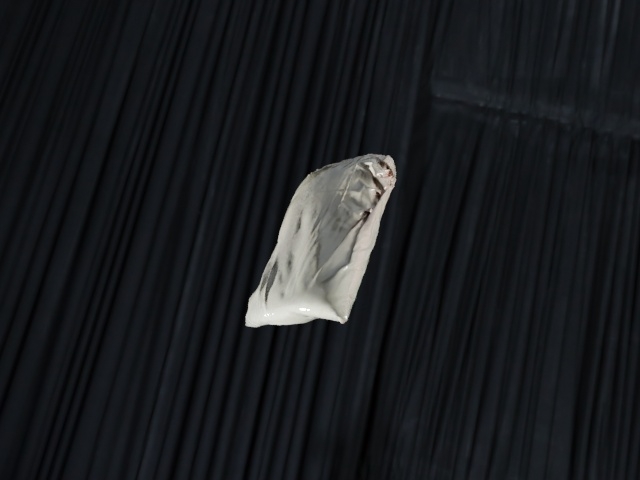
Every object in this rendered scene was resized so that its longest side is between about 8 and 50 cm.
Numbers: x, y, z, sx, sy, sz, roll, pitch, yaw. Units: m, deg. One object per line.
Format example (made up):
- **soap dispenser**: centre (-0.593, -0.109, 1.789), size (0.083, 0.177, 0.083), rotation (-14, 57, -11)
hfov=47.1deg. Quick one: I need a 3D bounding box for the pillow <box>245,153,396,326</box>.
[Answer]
- **pillow**: centre (0.000, 0.000, 0.860), size (0.173, 0.270, 0.067), rotation (-18, 127, 39)
